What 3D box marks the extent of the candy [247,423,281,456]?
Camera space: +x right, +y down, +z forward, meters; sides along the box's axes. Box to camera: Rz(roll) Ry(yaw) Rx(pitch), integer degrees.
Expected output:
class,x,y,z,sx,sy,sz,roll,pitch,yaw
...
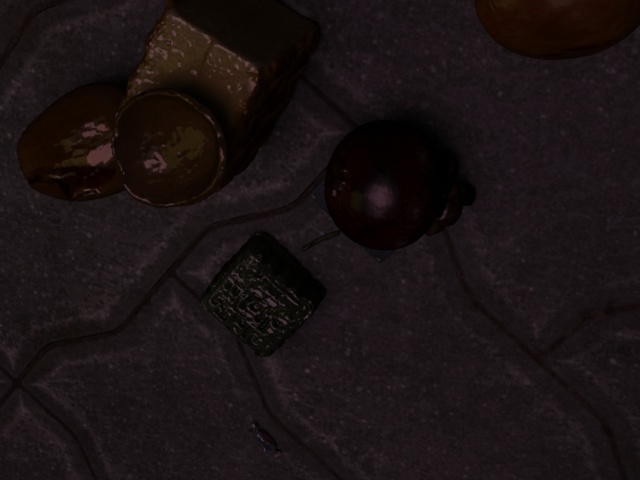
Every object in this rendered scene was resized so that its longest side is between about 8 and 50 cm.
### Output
class,x,y,z,sx,sy,sz,roll,pitch,yaw
candy,-0.112,0.396,2.265,0.030,0.020,0.083,-35,99,30

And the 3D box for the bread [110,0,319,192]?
class,x,y,z,sx,sy,sz,roll,pitch,yaw
bread,-0.168,-0.249,1.848,0.207,0.279,0.279,32,119,2

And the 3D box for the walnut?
class,x,y,z,sx,sy,sz,roll,pitch,yaw
walnut,-0.413,-0.168,2.032,0.298,0.203,0.203,-13,108,29

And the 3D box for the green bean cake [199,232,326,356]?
class,x,y,z,sx,sy,sz,roll,pitch,yaw
green bean cake,-0.109,0.104,2.087,0.181,0.094,0.173,44,120,-3

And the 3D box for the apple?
class,x,y,z,sx,sy,sz,roll,pitch,yaw
apple,0.328,-0.378,1.607,0.264,0.264,0.264,8,116,18

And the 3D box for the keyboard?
class,x,y,z,sx,sy,sz,roll,pitch,yaw
keyboard,0.059,-0.036,2.004,0.176,0.014,0.055,44,122,-2

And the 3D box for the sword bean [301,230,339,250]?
class,x,y,z,sx,sy,sz,roll,pitch,yaw
sword bean,0.000,0.000,2.046,0.083,0.012,0.012,-25,102,30

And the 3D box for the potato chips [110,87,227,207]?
class,x,y,z,sx,sy,sz,roll,pitch,yaw
potato chips,-0.220,-0.138,1.731,0.195,0.062,0.208,32,125,9

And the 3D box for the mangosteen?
class,x,y,z,sx,sy,sz,roll,pitch,yaw
mangosteen,0.134,-0.082,1.862,0.258,0.215,0.215,12,124,-24
